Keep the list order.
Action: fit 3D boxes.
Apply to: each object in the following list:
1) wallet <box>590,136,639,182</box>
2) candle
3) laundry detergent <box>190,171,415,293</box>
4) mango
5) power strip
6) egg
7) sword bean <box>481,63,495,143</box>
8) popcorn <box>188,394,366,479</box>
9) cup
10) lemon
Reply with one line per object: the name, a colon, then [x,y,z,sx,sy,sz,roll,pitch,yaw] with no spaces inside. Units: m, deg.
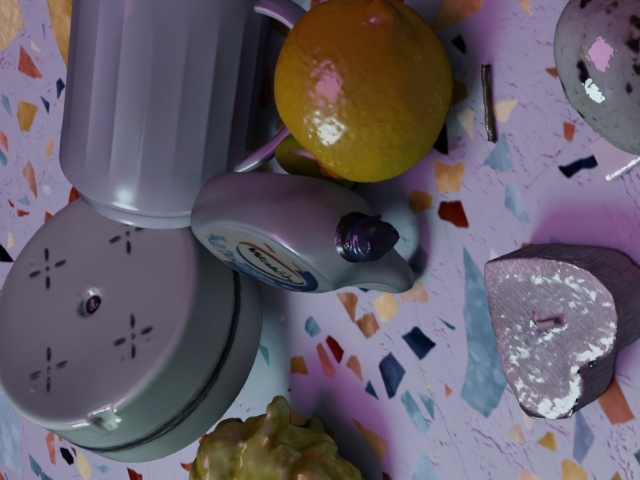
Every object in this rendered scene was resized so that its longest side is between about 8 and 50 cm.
wallet: [0.285,-0.089,1.391,0.083,0.011,0.044,-41,69,53]
candle: [0.231,0.073,1.480,0.168,0.068,0.192,50,137,26]
laundry detergent: [0.000,0.000,1.686,0.280,0.215,0.105,4,65,52]
mango: [-0.004,-0.093,1.736,0.108,0.056,0.073,10,145,28]
power strip: [-0.250,0.098,1.947,0.357,0.161,0.357,-16,58,27]
egg: [0.272,-0.152,1.292,0.131,0.131,0.164,6,129,53]
sword bean: [0.171,-0.139,1.533,0.012,0.012,0.083,13,115,52]
popcorn: [-0.049,0.324,1.876,0.256,0.195,0.255,-17,99,56]
cup: [-0.151,-0.188,1.804,0.323,0.237,0.327,19,122,15]
lemon: [0.044,-0.157,1.556,0.187,0.187,0.244,51,149,30]
